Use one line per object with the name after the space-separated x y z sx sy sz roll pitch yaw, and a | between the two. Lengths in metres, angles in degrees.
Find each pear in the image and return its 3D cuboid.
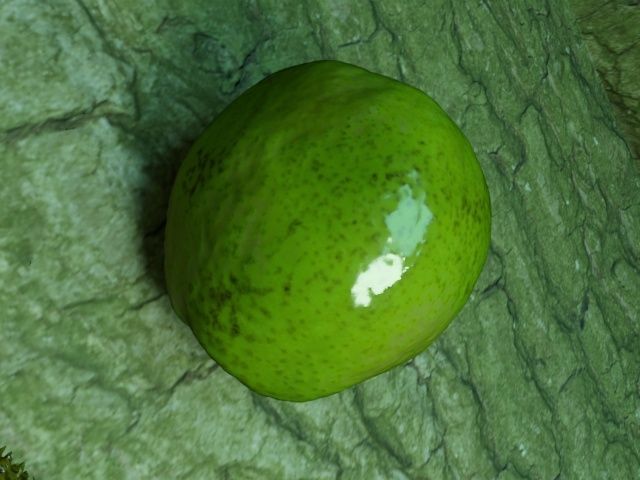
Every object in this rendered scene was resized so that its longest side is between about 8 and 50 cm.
0.000 0.000 0.980 0.391 0.391 0.390 13 72 -46 | pear

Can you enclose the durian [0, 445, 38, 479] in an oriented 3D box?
-0.338 0.268 0.704 0.183 0.138 0.249 55 52 -37 | durian
